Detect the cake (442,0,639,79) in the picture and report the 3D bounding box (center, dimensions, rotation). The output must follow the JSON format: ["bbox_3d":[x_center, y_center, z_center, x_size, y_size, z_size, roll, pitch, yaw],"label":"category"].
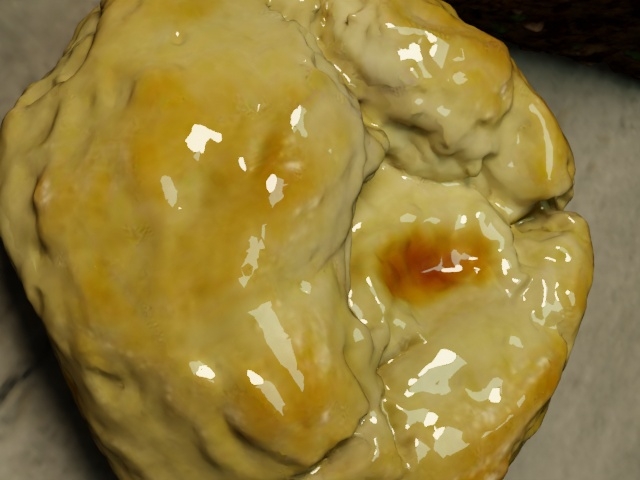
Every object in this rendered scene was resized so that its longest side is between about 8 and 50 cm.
[{"bbox_3d":[0.147,-0.140,0.707,0.246,0.135,0.112,11,77,-31],"label":"cake"}]

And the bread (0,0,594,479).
[{"bbox_3d":[0.000,0.000,0.598,0.244,0.134,0.244,5,81,-35],"label":"bread"}]
